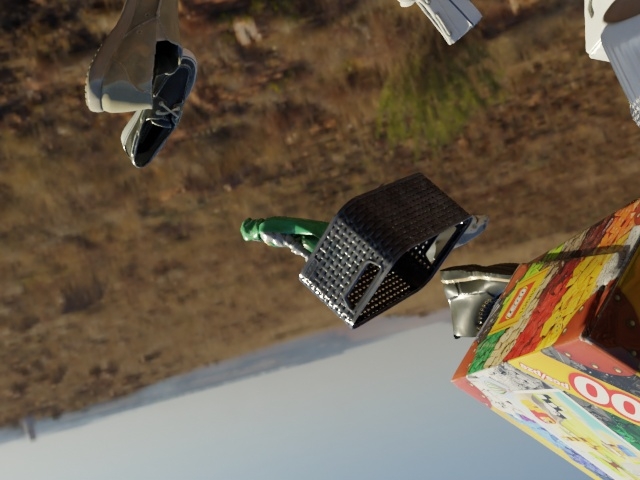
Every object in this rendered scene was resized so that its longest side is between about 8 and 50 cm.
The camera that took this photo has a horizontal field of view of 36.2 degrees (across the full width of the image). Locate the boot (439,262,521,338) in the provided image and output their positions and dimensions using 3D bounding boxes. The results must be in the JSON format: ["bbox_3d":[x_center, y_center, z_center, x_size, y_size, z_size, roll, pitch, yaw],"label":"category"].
[{"bbox_3d":[0.307,0.113,1.759,0.077,0.137,0.198,-14,-173,-34],"label":"boot"}]

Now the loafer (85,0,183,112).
[{"bbox_3d":[-0.219,-0.266,1.280,0.092,0.268,0.102,20,153,-2],"label":"loafer"}]

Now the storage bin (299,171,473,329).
[{"bbox_3d":[0.074,0.008,1.081,0.180,0.084,0.122,-22,150,-52],"label":"storage bin"}]

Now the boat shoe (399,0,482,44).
[{"bbox_3d":[0.163,-0.446,1.695,0.088,0.267,0.096,-47,-150,12],"label":"boat shoe"}]

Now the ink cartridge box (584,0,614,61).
[{"bbox_3d":[0.470,-0.310,1.307,0.212,0.154,0.093,8,155,-6],"label":"ink cartridge box"}]

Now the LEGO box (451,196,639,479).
[{"bbox_3d":[0.441,0.192,1.032,0.193,0.500,0.372,-56,180,-18],"label":"LEGO box"}]

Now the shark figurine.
[{"bbox_3d":[0.202,-0.007,2.085,0.278,0.166,0.116,14,142,20],"label":"shark figurine"}]

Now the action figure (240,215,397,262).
[{"bbox_3d":[0.000,0.000,1.329,0.232,0.063,0.137,10,-170,18],"label":"action figure"}]

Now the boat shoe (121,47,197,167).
[{"bbox_3d":[-0.264,-0.219,1.650,0.078,0.070,0.219,11,124,-35],"label":"boat shoe"}]

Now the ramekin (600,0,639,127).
[{"bbox_3d":[0.413,-0.236,0.997,0.273,0.127,0.273,-37,-168,9],"label":"ramekin"}]
